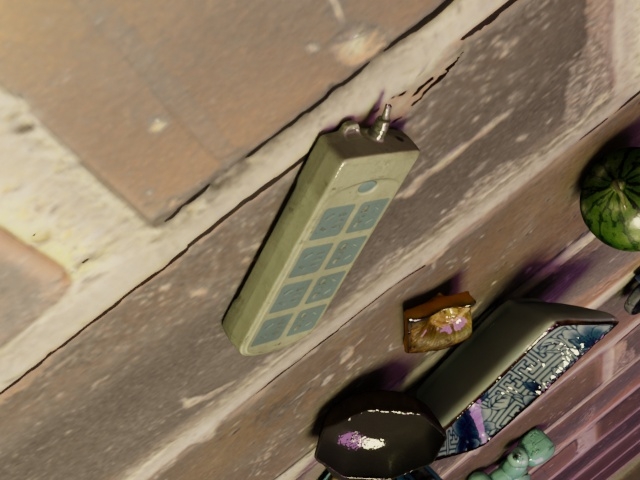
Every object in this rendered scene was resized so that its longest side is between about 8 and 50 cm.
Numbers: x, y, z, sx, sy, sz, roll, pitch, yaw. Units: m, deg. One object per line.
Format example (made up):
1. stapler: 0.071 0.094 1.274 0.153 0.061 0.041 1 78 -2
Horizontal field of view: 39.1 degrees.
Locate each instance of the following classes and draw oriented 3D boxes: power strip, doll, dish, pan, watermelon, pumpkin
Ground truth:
1. power strip: 0.000 0.000 0.620 0.080 0.029 0.227 -10 140 -42
2. doll: 0.316 0.403 1.552 0.158 0.059 0.159 -11 143 -44
3. dish: 0.193 0.142 1.003 0.182 0.080 0.243 5 132 -51
4. pan: 0.029 0.211 0.933 0.202 0.048 0.128 -28 129 21
5. watermelon: 0.289 -0.040 0.837 0.109 0.109 0.109 -29 150 -18
6. pumpkin: 0.109 0.076 0.862 0.073 0.035 0.101 -20 152 -10

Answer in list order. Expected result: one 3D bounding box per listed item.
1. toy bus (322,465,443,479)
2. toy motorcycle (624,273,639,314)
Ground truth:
1. toy bus: 0.114 0.345 1.040 0.134 0.246 0.113 -17 146 -55
2. toy motorcycle: 0.558 0.063 1.275 0.212 0.125 0.358 -49 151 14
